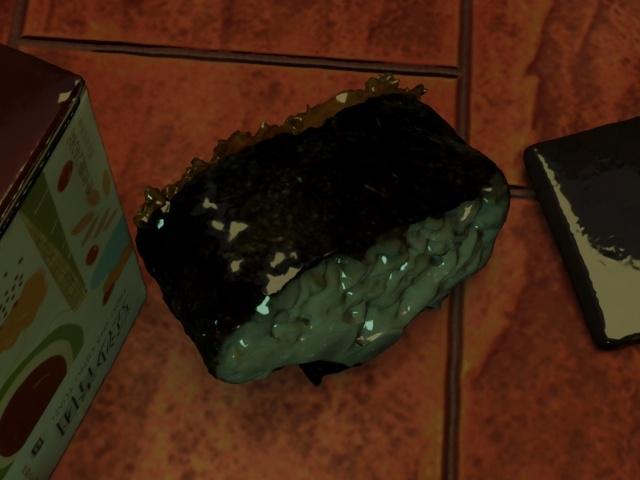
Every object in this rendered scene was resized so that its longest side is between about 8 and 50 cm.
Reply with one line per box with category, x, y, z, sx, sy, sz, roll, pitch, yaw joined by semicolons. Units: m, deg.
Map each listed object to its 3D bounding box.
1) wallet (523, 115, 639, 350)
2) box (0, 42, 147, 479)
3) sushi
wallet;0.319;-0.013;1.285;0.181;0.049;0.229;-14;67;-7
box;-0.287;0.085;1.040;0.122;0.385;0.345;22;66;10
sushi;0.000;0.000;1.178;0.348;0.234;0.207;-21;60;-36
